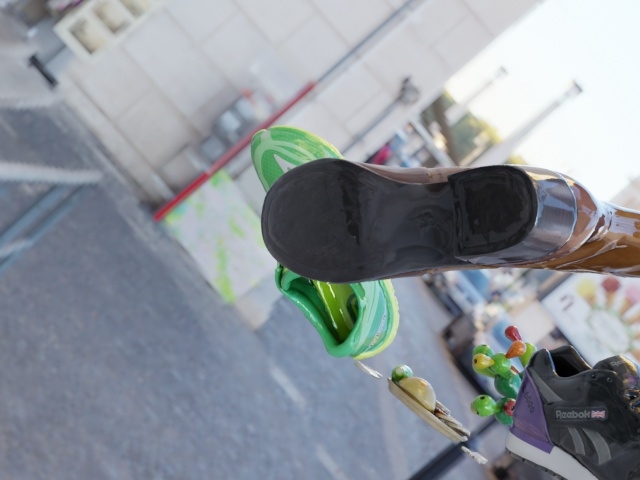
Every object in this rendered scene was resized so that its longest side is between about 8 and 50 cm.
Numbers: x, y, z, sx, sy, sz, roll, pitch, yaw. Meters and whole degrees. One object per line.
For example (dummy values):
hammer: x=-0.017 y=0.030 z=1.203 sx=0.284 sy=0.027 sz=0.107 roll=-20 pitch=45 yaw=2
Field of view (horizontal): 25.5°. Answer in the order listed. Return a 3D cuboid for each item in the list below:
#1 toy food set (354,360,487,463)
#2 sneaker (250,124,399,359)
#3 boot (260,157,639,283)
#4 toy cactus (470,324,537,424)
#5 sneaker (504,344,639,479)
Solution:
toy food set: x=0.136 y=0.200 z=1.737 sx=0.192 sy=0.038 sz=0.132 roll=38 pitch=0 yaw=17
sneaker: x=0.000 y=0.000 z=1.638 sx=0.123 sy=0.109 sz=0.296 roll=-21 pitch=85 yaw=-61
boot: x=0.128 y=-0.011 z=1.109 sx=0.280 sy=0.264 sz=0.096 roll=8 pitch=75 yaw=-53
toy cactus: x=0.280 y=0.207 z=1.937 sx=0.180 sy=0.112 sz=0.219 roll=52 pitch=20 yaw=0
sneaker: x=0.284 y=0.176 z=1.322 sx=0.107 sy=0.124 sz=0.283 roll=1 pitch=11 yaw=-38
